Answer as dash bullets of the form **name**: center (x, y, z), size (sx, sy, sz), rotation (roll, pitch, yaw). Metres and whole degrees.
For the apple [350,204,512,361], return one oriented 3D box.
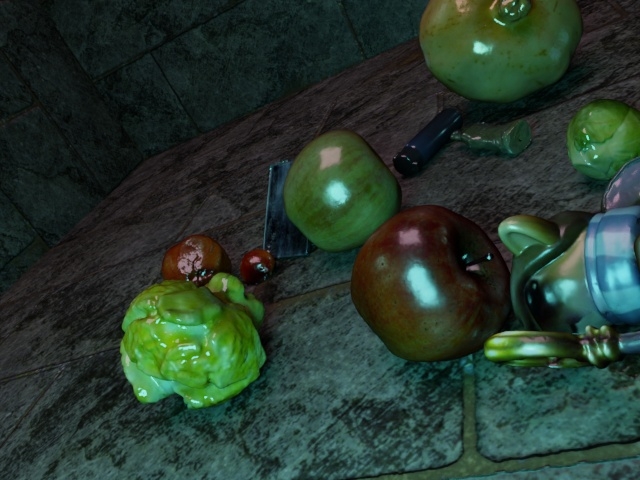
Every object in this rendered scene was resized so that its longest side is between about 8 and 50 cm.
- **apple**: center (0.159, 0.068, 0.815), size (0.234, 0.234, 0.234), rotation (-24, 25, 12)

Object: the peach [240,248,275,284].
- **peach**: center (-0.158, 0.059, 1.354), size (0.098, 0.061, 0.098), rotation (-31, 27, 18)

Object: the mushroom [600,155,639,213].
- **mushroom**: center (0.504, -0.059, 0.813), size (0.188, 0.141, 0.117), rotation (-15, -6, 21)

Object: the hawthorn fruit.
- **hawthorn fruit**: center (-0.297, 0.078, 1.377), size (0.173, 0.173, 0.179), rotation (-39, 52, -19)

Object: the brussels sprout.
- **brussels sprout**: center (0.517, -0.180, 1.017), size (0.155, 0.155, 0.117), rotation (-30, -11, -2)

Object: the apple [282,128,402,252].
- **apple**: center (0.045, -0.103, 1.230), size (0.234, 0.257, 0.256), rotation (-44, 21, 14)

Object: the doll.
- **doll**: center (0.381, 0.063, 0.648), size (0.318, 0.209, 0.340), rotation (-7, 7, -42)

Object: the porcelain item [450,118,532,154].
- **porcelain item**: center (0.388, -0.245, 1.342), size (0.081, 0.069, 0.216), rotation (-50, 30, -14)

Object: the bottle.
- **bottle**: center (0.280, -0.259, 1.478), size (0.082, 0.072, 0.244), rotation (22, 53, 33)

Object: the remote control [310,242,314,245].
- **remote control**: center (0.000, 0.000, 1.357), size (0.096, 0.014, 0.039), rotation (-8, 32, 41)

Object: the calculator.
- **calculator**: center (-0.078, -0.079, 1.403), size (0.161, 0.021, 0.261), rotation (-5, 74, 40)

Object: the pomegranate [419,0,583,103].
- **pomegranate**: center (0.459, -0.551, 1.462), size (0.412, 0.411, 0.411), rotation (-24, 25, 12)

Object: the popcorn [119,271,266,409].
- **popcorn**: center (-0.217, 0.174, 1.031), size (0.225, 0.277, 0.276), rotation (-59, 11, 27)
